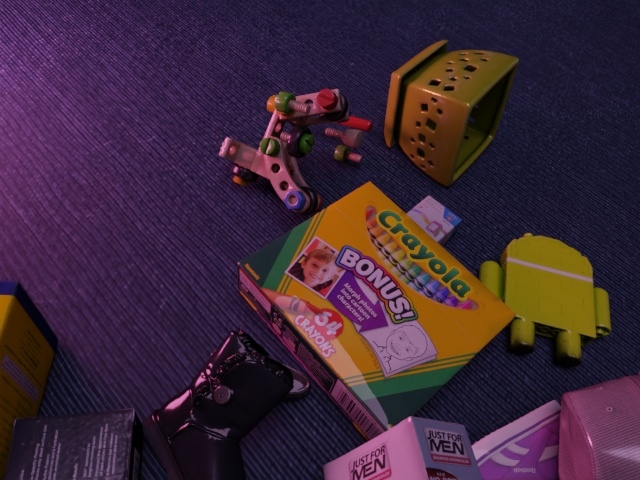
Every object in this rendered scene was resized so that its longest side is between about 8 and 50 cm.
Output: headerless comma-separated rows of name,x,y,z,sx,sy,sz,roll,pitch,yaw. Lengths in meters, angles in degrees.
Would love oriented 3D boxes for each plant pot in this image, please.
plant pot,0.273,-0.297,1.166,0.207,0.228,0.227,33,57,23

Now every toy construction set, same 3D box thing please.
toy construction set,-0.063,-0.215,1.085,0.238,0.257,0.309,21,33,23

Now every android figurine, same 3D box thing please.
android figurine,0.424,0.098,0.993,0.249,0.056,0.272,13,54,3

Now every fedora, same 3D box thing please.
fedora,0.389,0.273,0.698,0.125,0.243,0.275,2,22,16

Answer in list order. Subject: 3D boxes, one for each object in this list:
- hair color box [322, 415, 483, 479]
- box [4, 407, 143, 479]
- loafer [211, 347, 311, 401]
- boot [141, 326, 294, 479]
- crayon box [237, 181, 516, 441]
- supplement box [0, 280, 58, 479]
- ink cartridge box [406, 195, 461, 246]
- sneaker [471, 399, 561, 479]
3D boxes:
hair color box,0.125,0.422,0.603,0.114,0.185,0.374,21,41,-33
box,-0.331,0.324,0.709,0.159,0.093,0.155,-2,54,-10
loafer,-0.097,0.213,0.839,0.170,0.061,0.062,12,52,1
boot,-0.113,0.268,0.735,0.207,0.094,0.246,-44,61,-3
crayon box,0.090,0.105,0.907,0.313,0.106,0.363,-34,68,-27
supplement box,-0.510,0.248,0.680,0.195,0.195,0.356,2,53,-6
ink cartridge box,0.210,-0.021,1.056,0.089,0.052,0.122,41,60,21
sneaker,0.290,0.356,0.762,0.282,0.102,0.161,-18,61,-19
